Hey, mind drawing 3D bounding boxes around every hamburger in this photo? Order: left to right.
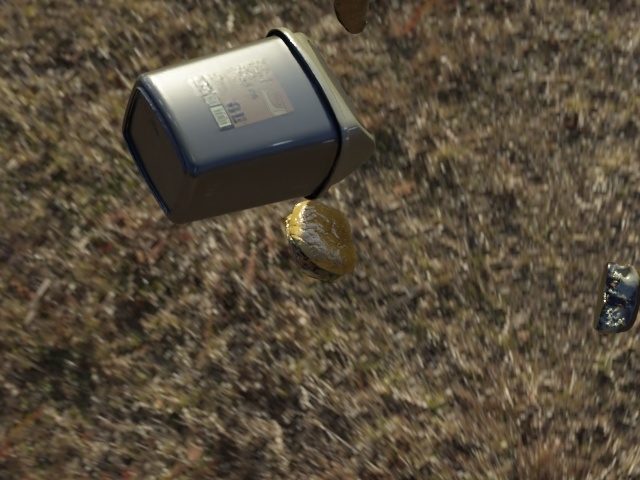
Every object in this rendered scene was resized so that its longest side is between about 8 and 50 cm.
[{"bbox_3d":[0.000,0.000,1.374,0.044,0.076,0.083,-46,39,36],"label":"hamburger"}]

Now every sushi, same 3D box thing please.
[{"bbox_3d":[0.339,0.067,1.642,0.046,0.044,0.083,12,88,0],"label":"sushi"}]

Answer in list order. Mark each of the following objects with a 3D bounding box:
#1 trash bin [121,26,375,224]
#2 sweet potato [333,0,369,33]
[{"bbox_3d":[-0.089,-0.147,1.874,0.290,0.182,0.209,-17,66,-29],"label":"trash bin"},{"bbox_3d":[0.030,-0.286,1.375,0.074,0.269,0.075,-4,51,5],"label":"sweet potato"}]
